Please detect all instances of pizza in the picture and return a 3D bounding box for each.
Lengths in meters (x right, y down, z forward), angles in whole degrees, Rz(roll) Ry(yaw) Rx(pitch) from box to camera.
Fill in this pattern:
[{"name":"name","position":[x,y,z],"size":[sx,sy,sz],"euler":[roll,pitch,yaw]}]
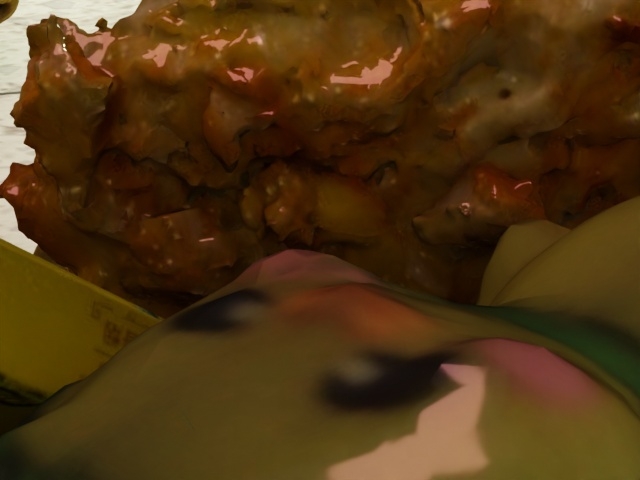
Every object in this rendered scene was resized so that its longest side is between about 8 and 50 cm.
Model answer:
[{"name":"pizza","position":[0.000,0.000,0.582],"size":[0.226,0.335,0.086],"euler":[17,49,-36]}]

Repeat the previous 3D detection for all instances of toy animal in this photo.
[{"name":"toy animal","position":[0.081,0.087,0.433],"size":[0.338,0.191,0.216],"euler":[-13,14,-30]}]

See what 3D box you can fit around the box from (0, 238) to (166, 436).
[{"name":"box","position":[-0.123,0.032,0.487],"size":[0.153,0.041,0.279],"euler":[-13,-29,38]}]

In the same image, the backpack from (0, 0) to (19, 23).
[{"name":"backpack","position":[-0.399,-0.213,1.320],"size":[0.378,0.201,0.353],"euler":[-8,20,-24]}]
